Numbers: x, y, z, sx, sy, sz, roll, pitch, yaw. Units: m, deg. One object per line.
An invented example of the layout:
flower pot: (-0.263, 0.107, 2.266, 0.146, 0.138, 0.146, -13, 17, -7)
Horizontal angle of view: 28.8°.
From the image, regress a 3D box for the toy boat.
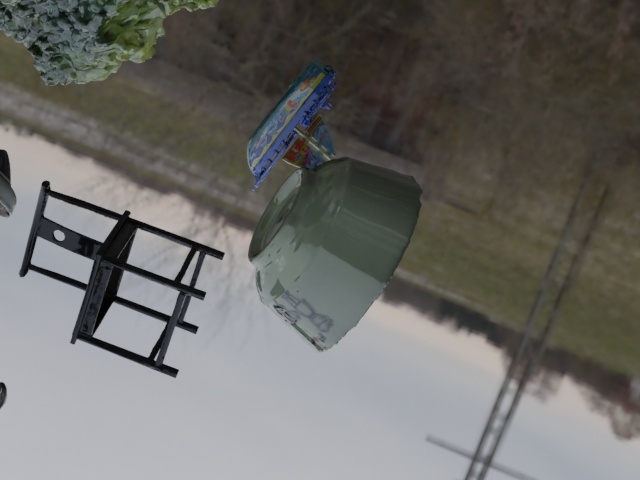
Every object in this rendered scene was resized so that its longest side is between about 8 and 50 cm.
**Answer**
toy boat: (-0.019, -0.117, 1.461, 0.110, 0.175, 0.091, 39, -163, -4)

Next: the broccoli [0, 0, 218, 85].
broccoli: (-0.204, -0.272, 1.224, 0.245, 0.248, 0.288, -8, -146, -38)

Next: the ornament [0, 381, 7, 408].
ornament: (-0.461, 0.211, 1.400, 0.106, 0.251, 0.260, 62, -170, 22)

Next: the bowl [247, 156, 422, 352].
bowl: (0.000, 0.000, 1.272, 0.112, 0.211, 0.211, 29, -179, -15)

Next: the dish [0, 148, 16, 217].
dish: (-0.491, -0.106, 1.829, 0.141, 0.078, 0.141, 30, 163, 10)

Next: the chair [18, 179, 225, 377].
chair: (-0.276, 0.048, 1.630, 0.260, 0.154, 0.141, 21, -154, -2)
